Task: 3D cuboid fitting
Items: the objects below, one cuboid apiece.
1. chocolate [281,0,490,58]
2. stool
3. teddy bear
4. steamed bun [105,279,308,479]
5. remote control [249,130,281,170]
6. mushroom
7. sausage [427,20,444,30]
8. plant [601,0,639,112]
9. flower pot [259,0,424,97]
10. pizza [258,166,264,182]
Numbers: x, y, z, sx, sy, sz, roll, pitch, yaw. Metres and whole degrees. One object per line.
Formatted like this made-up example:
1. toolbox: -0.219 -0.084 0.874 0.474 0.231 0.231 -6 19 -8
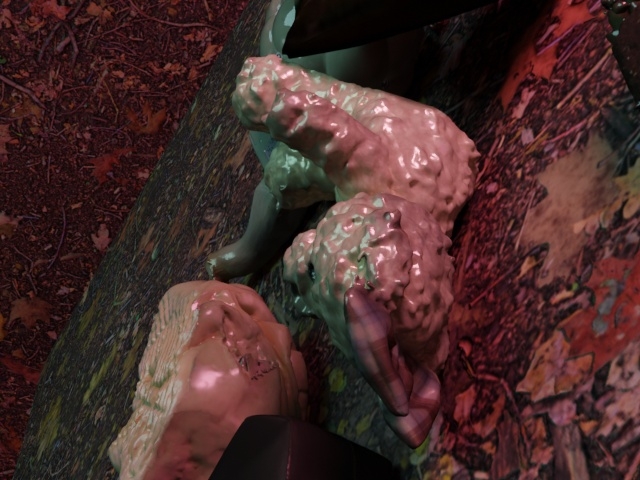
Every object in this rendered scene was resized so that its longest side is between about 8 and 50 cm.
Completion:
1. chocolate: 0.085 -0.394 0.982 0.314 0.297 0.326 -13 11 45
2. stool: -0.033 0.290 0.831 0.232 0.141 0.232 -51 24 33
3. teddy bear: 0.000 0.000 0.887 0.375 0.327 0.362 12 52 30
4. steamed bun: -0.129 0.202 1.077 0.275 0.206 0.320 -33 40 57
5. remote control: -0.056 -0.174 1.370 0.140 0.056 0.296 -61 24 17
6. mushroom: -0.104 -0.016 1.441 0.278 0.096 0.099 -51 15 31
7. sausage: 0.167 -0.351 1.286 0.034 0.034 0.129 -55 22 21
8. plant: 0.286 -0.168 0.692 0.092 0.094 0.143 125 156 -52
9. flower pot: 0.028 -0.290 1.253 0.195 0.246 0.246 -55 22 13
10. pizza: -0.029 -0.190 1.510 0.288 0.075 0.280 -52 23 37
